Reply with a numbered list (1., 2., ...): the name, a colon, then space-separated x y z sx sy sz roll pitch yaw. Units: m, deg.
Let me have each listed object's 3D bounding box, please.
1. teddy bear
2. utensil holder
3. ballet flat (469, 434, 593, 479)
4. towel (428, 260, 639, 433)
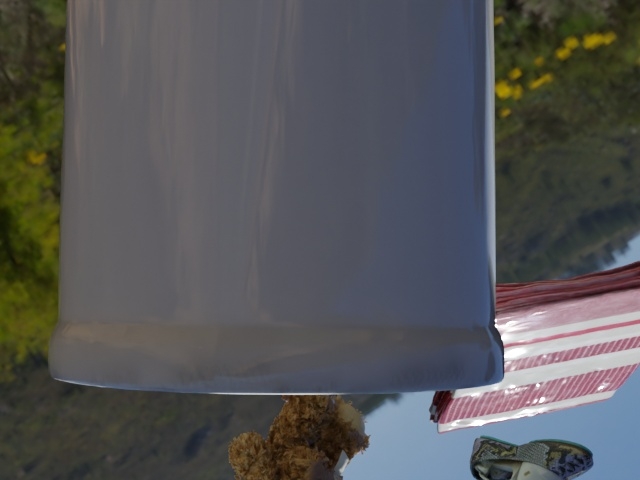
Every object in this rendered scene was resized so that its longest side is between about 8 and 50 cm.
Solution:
1. teddy bear: -0.033 0.332 1.525 0.113 0.338 0.245 -9 157 34
2. utensil holder: -0.027 -0.092 0.858 0.327 0.385 0.327 1 177 0
3. ballet flat: 0.144 0.160 0.817 0.041 0.041 0.114 -31 -170 -30
4. towel: 0.253 0.116 1.252 0.237 0.037 0.329 -8 152 -11
